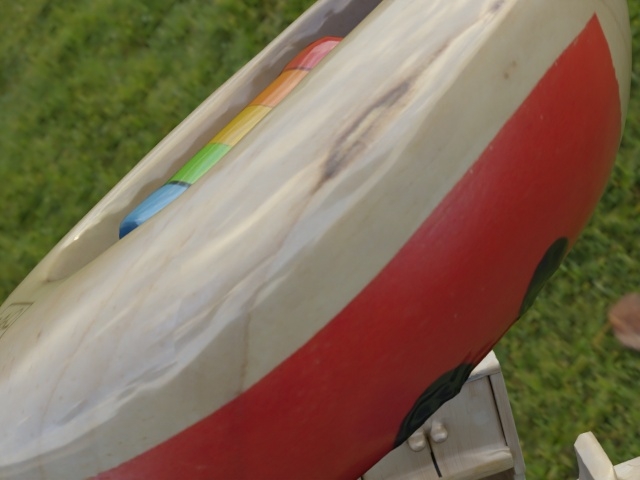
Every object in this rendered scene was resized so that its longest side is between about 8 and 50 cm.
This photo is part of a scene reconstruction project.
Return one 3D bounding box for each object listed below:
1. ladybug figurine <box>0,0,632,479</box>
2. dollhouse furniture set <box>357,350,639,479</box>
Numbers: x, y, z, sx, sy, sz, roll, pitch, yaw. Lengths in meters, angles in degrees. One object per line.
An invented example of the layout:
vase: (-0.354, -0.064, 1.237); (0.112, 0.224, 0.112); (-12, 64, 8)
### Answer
ladybug figurine: (0.000, 0.000, 0.745); (0.449, 0.162, 0.305); (-45, 14, -18)
dollhouse furniture set: (0.136, 0.295, 1.210); (0.362, 0.256, 0.394); (-19, 32, -2)
